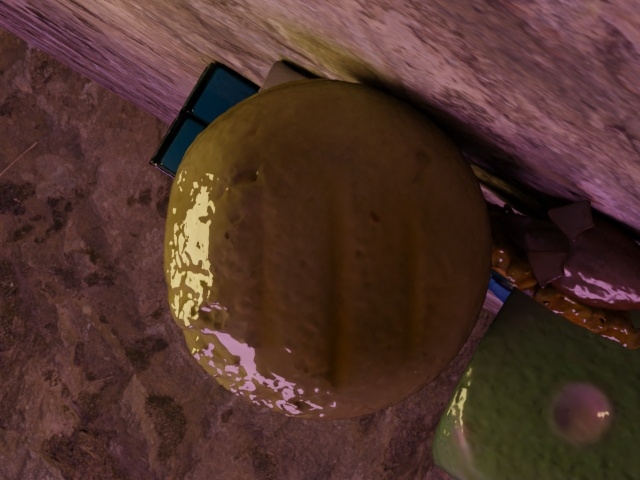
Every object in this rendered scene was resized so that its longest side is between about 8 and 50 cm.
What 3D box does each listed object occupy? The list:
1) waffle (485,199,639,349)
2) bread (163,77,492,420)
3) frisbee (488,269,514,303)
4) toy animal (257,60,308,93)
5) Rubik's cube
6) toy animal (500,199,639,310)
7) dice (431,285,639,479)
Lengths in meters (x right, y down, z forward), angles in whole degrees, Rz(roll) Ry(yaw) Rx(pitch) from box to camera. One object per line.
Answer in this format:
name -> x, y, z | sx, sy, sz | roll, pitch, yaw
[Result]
waffle -> 0.228, 0.022, 1.426 | 0.254, 0.052, 0.245 | 31, -166, -22
bread -> 0.006, 0.008, 1.273 | 0.320, 0.321, 0.237 | 31, 178, -24
frisbee -> 0.387, 0.121, 2.508 | 0.242, 0.045, 0.242 | 29, 177, 1
toy animal -> 0.024, -0.097, 1.439 | 0.220, 0.104, 0.131 | 30, 177, -1
Rubik's cube -> -0.122, -0.131, 1.870 | 0.183, 0.167, 0.180 | 32, 178, -11
toy animal -> 0.261, 0.021, 1.278 | 0.179, 0.089, 0.188 | 26, -177, -40
dice -> 0.353, 0.238, 1.817 | 0.318, 0.322, 0.330 | 30, 180, 14
